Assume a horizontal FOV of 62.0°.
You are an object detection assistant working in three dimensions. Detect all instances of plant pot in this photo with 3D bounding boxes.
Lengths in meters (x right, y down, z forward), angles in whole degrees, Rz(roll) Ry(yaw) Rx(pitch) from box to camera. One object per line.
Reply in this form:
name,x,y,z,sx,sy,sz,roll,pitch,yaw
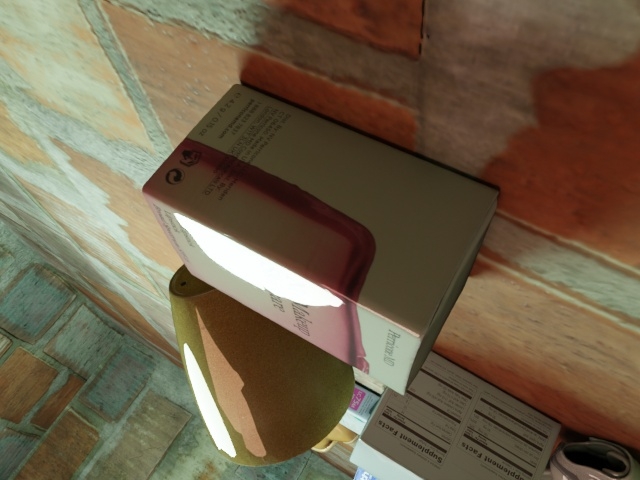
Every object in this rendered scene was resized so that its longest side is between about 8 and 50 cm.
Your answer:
plant pot,-0.100,0.137,0.753,0.237,0.237,0.254,10,131,44

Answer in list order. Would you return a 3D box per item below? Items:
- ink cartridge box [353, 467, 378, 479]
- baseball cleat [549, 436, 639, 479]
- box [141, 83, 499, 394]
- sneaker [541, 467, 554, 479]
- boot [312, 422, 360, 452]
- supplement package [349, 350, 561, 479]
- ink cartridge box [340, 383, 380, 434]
ink cartridge box,0.234,0.574,1.116,0.395,0.151,0.270,15,167,39
baseball cleat,0.363,0.291,0.590,0.206,0.072,0.109,18,145,26
box,0.000,0.000,0.436,0.232,0.127,0.149,27,155,18
sneaker,0.388,0.399,0.689,0.297,0.129,0.111,14,151,42
boot,-0.019,0.427,1.292,0.220,0.109,0.283,44,153,-23
supplement package,0.166,0.286,0.743,0.204,0.145,0.262,28,155,14
ink cartridge box,0.165,0.383,1.032,0.311,0.065,0.186,25,156,26
